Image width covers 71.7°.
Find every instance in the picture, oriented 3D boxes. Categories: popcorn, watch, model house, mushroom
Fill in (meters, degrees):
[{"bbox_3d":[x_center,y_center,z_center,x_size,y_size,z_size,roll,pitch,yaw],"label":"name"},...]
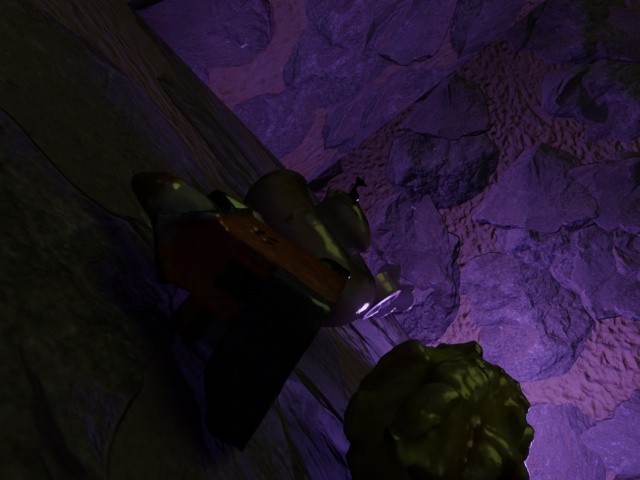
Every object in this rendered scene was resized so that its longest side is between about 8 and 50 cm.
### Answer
[{"bbox_3d":[0.170,0.293,0.688,0.335,0.275,0.279,8,-12,-29],"label":"popcorn"},{"bbox_3d":[0.249,0.219,1.793,0.211,0.248,0.217,56,10,17],"label":"watch"},{"bbox_3d":[-0.127,0.045,0.534,0.300,0.190,0.271,38,9,4],"label":"model house"},{"bbox_3d":[0.000,0.000,0.943,0.362,0.294,0.362,54,5,-7],"label":"mushroom"}]
